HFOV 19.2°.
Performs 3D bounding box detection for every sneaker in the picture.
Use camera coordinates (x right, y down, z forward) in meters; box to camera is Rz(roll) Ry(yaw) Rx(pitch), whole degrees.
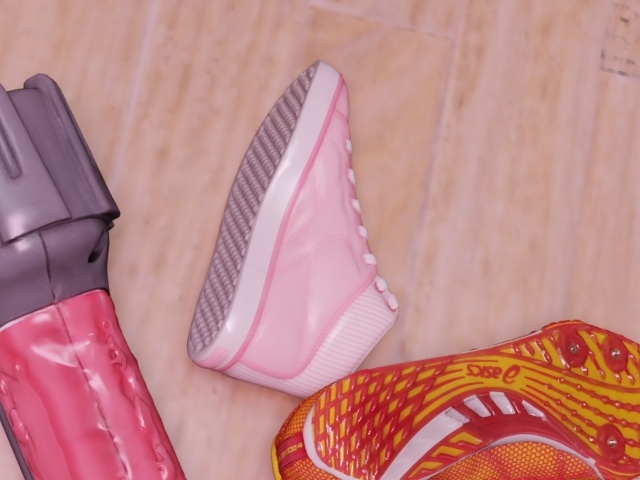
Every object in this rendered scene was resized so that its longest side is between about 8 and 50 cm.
[{"bbox_3d":[0.000,0.000,0.734,0.070,0.051,0.134,26,64,-19],"label":"sneaker"},{"bbox_3d":[0.063,0.067,0.722,0.175,0.067,0.064,1,73,-24],"label":"sneaker"}]

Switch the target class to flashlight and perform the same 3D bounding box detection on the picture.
[{"bbox_3d":[-0.068,0.090,0.668,0.103,0.103,0.304,-25,85,22],"label":"flashlight"}]
